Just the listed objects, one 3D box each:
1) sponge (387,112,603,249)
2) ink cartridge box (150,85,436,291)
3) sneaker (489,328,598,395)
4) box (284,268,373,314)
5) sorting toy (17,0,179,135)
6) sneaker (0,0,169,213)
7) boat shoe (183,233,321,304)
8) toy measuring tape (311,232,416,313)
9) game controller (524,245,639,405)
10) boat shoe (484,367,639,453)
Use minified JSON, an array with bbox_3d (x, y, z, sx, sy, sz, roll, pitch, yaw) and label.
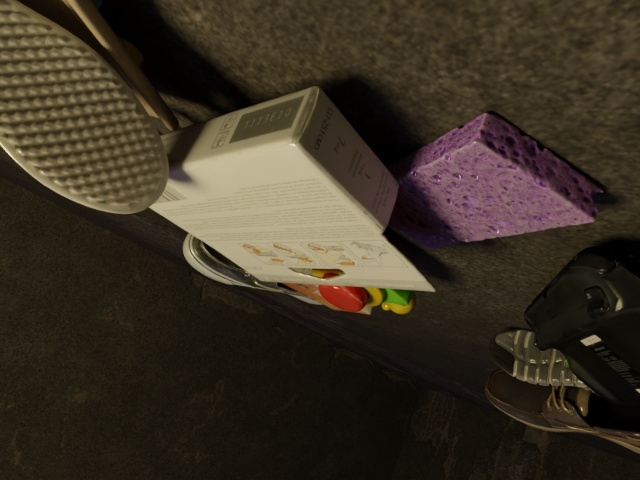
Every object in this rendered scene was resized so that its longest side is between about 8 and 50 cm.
[{"bbox_3d":[0.122,-0.039,0.414,0.117,0.031,0.210,28,164,-16],"label":"sponge"},{"bbox_3d":[-0.042,-0.028,0.472,0.275,0.060,0.239,-1,151,41],"label":"ink cartridge box"},{"bbox_3d":[0.411,0.218,0.754,0.229,0.086,0.132,6,159,45],"label":"sneaker"},{"bbox_3d":[0.004,0.050,0.776,0.170,0.091,0.130,29,164,-21],"label":"box"},{"bbox_3d":[-0.232,-0.192,0.408,0.196,0.047,0.347,24,165,15],"label":"sorting toy"},{"bbox_3d":[-0.254,-0.132,0.385,0.282,0.102,0.161,45,164,-19],"label":"sneaker"},{"bbox_3d":[-0.095,0.039,0.884,0.335,0.121,0.119,18,160,-21],"label":"boat shoe"},{"bbox_3d":[0.000,0.000,0.598,0.330,0.121,0.121,39,161,-19],"label":"toy measuring tape"},{"bbox_3d":[0.310,0.106,0.477,0.166,0.067,0.319,38,175,23],"label":"game controller"},{"bbox_3d":[0.502,0.305,0.870,0.355,0.132,0.130,3,146,31],"label":"boat shoe"}]
